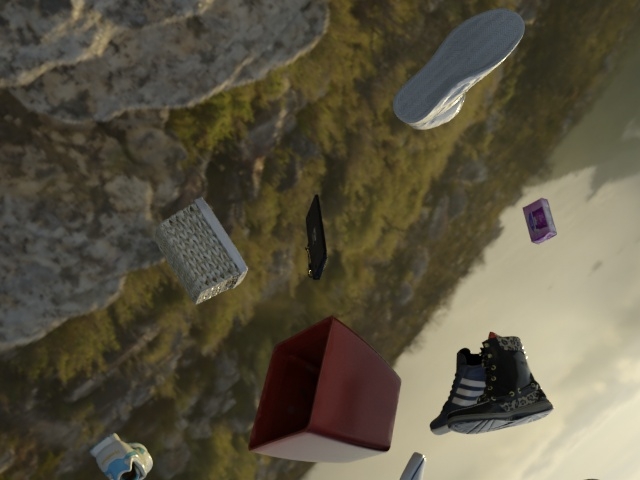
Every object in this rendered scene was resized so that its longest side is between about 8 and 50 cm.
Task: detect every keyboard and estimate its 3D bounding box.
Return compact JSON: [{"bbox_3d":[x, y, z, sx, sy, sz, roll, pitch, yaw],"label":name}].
[{"bbox_3d":[0.000,0.000,1.701,0.038,0.192,0.100,11,130,-16],"label":"keyboard"}]

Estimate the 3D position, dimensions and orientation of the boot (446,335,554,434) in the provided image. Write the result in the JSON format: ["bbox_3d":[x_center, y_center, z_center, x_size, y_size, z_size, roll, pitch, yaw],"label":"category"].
[{"bbox_3d":[0.348,0.297,1.734,0.237,0.178,0.085,-5,149,-19],"label":"boot"}]

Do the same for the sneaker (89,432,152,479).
[{"bbox_3d":[-0.405,0.475,1.754,0.087,0.092,0.228,-39,157,-6],"label":"sneaker"}]

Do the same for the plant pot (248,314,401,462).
[{"bbox_3d":[0.028,0.363,1.880,0.267,0.236,0.267,-35,-145,51],"label":"plant pot"}]

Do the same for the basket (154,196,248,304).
[{"bbox_3d":[-0.226,0.023,1.562,0.103,0.167,0.113,-30,171,-21],"label":"basket"}]

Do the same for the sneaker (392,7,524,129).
[{"bbox_3d":[0.273,-0.332,1.657,0.293,0.108,0.169,-38,170,11],"label":"sneaker"}]

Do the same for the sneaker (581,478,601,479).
[{"bbox_3d":[0.525,0.472,1.572,0.032,0.083,0.036,128,-22,-57],"label":"sneaker"}]

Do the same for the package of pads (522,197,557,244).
[{"bbox_3d":[0.434,-0.039,1.661,0.032,0.083,0.050,16,144,-38],"label":"package of pads"}]

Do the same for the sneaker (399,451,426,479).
[{"bbox_3d":[0.199,0.595,1.831,0.094,0.091,0.258,31,75,-74],"label":"sneaker"}]

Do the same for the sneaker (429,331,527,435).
[{"bbox_3d":[0.404,0.391,2.330,0.350,0.148,0.131,-47,176,16],"label":"sneaker"}]
